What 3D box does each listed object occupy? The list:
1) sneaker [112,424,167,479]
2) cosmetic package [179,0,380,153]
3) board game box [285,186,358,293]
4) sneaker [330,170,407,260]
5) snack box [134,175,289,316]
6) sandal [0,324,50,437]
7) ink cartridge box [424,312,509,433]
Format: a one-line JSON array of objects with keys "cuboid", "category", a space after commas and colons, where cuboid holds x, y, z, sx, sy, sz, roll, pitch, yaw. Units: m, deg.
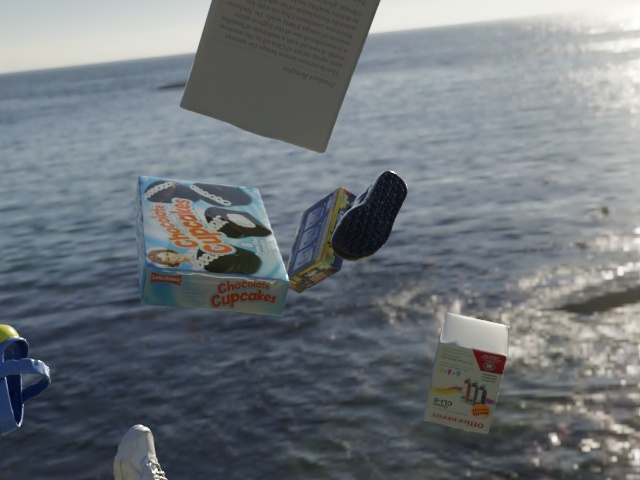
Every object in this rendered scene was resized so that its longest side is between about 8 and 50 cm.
[{"cuboid": [-0.281, 0.428, 1.803, 0.115, 0.232, 0.090, -7, -4, 28], "category": "sneaker"}, {"cuboid": [-0.028, -0.382, 1.536, 0.230, 0.453, 0.161, 17, 25, -9], "category": "cosmetic package"}, {"cuboid": [0.000, 0.000, 2.017, 0.048, 0.170, 0.141, 30, -34, -23], "category": "board game box"}, {"cuboid": [0.078, -0.028, 1.843, 0.097, 0.084, 0.235, -41, 6, 46], "category": "sneaker"}, {"cuboid": [-0.161, 0.001, 1.484, 0.187, 0.060, 0.322, 6, 23, -14], "category": "snack box"}, {"cuboid": [-0.572, 0.296, 1.820, 0.138, 0.317, 0.126, 15, -24, 21], "category": "sandal"}, {"cuboid": [0.275, 0.251, 2.007, 0.128, 0.176, 0.127, 11, 25, 7], "category": "ink cartridge box"}]
